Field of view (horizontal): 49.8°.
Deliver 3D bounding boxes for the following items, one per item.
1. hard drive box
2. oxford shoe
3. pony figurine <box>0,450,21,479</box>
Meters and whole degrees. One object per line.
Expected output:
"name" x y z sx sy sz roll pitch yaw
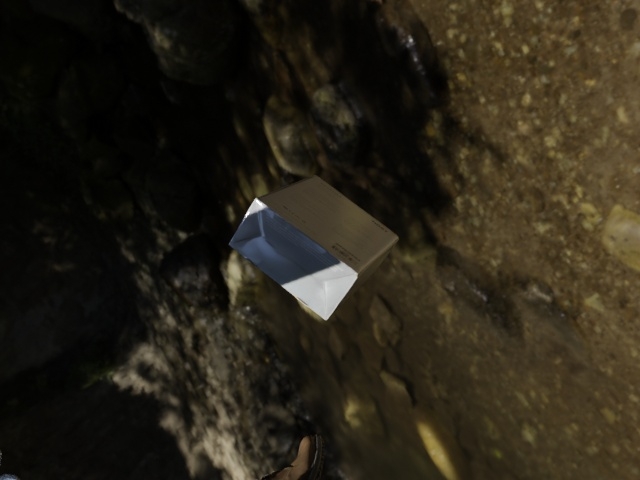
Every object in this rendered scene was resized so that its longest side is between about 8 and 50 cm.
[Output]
"hard drive box" 0.000 0.000 1.049 0.181 0.232 0.089 37 113 9
"oxford shoe" -0.054 0.358 1.000 0.096 0.227 0.083 18 120 10
"pony figurine" -0.185 0.321 0.400 0.302 0.351 0.363 37 180 35
